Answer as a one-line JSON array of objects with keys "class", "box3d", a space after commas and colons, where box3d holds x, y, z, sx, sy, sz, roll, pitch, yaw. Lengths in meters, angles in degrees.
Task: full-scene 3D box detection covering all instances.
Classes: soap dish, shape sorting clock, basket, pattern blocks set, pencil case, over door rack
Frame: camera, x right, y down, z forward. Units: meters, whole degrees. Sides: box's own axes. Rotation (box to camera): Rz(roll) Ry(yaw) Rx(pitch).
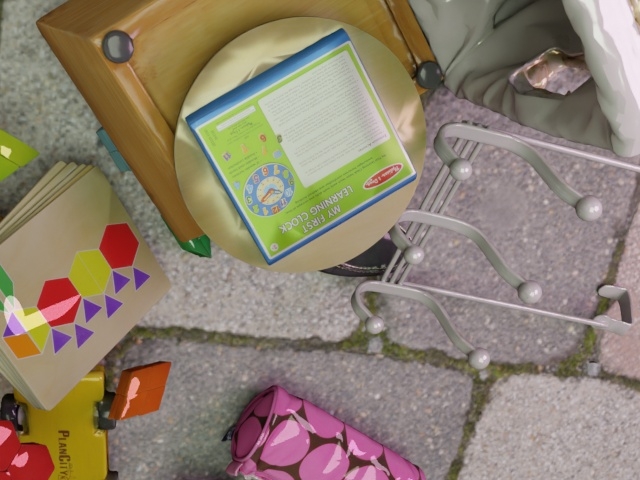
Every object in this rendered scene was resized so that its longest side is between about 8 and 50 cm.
[{"class": "soap dish", "box3d": [-0.050, -0.159, 0.837, 0.290, 0.118, 0.229, -34, 115, -9]}, {"class": "shape sorting clock", "box3d": [-0.014, -0.073, 0.788, 0.206, 0.040, 0.206, -3, 104, -13]}, {"class": "basket", "box3d": [0.200, -0.290, 0.762, 0.266, 0.328, 0.331, -33, 112, -5]}, {"class": "pattern blocks set", "box3d": [-0.219, 0.039, 0.828, 0.325, 0.026, 0.286, -39, 116, -43]}, {"class": "pencil case", "box3d": [0.007, 0.234, 1.018, 0.209, 0.095, 0.098, 31, 64, -19]}, {"class": "over door rack", "box3d": [0.218, 0.014, 0.914, 0.324, 0.108, 0.240, 3, 140, -20]}]

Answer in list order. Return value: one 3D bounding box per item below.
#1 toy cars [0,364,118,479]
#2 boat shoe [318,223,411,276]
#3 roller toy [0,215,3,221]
[{"class": "toy cars", "box3d": [-0.179, 0.253, 0.985, 0.176, 0.087, 0.394, -35, 117, 12]}, {"class": "boat shoe", "box3d": [0.000, 0.000, 0.948, 0.206, 0.065, 0.075, 13, 102, -18]}, {"class": "roller toy", "box3d": [-0.380, 0.039, 0.827, 0.191, 0.146, 0.209, 30, 107, -29]}]
